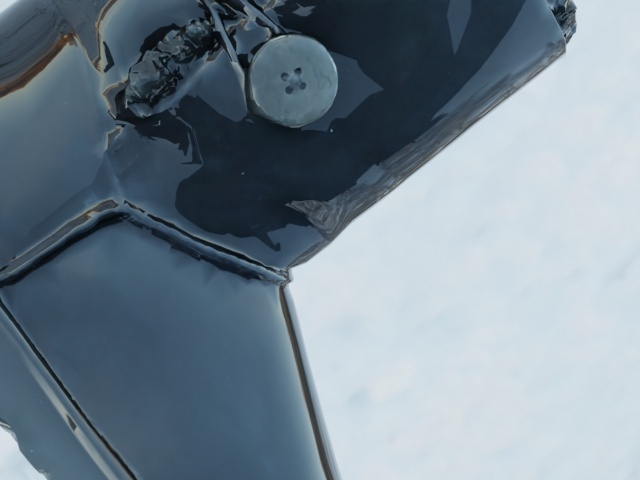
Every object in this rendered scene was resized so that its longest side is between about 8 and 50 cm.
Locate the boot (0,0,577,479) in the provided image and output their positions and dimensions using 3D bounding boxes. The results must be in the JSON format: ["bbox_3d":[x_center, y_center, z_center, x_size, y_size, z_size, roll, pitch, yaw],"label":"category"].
[{"bbox_3d":[0.000,0.000,0.504,0.207,0.246,0.094,-40,-167,-5],"label":"boot"}]
